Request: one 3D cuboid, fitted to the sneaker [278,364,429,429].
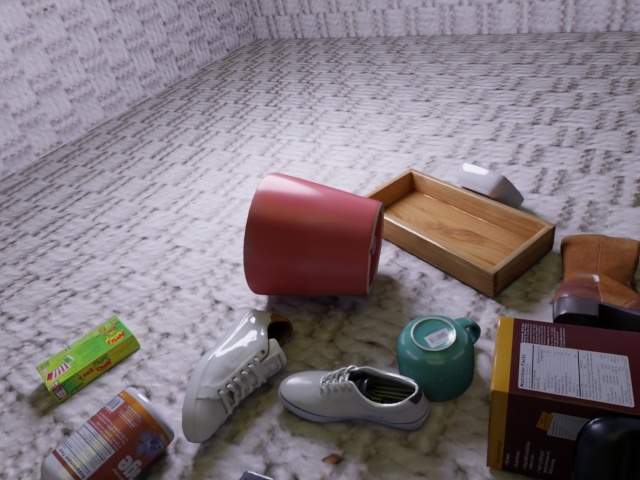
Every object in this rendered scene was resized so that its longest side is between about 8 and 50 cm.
[{"bbox_3d":[0.048,0.244,0.815,0.258,0.091,0.094,0,38,17],"label":"sneaker"}]

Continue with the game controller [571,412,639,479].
[{"bbox_3d":[0.436,0.278,0.511,0.319,0.167,0.067,3,-2,14],"label":"game controller"}]

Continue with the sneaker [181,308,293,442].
[{"bbox_3d":[-0.136,0.229,0.880,0.123,0.106,0.290,2,37,23],"label":"sneaker"}]

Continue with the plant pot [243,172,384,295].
[{"bbox_3d":[0.000,0.000,1.035,0.243,0.275,0.275,7,40,13],"label":"plant pot"}]

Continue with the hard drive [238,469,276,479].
[{"bbox_3d":[-0.037,0.424,0.634,0.254,0.054,0.172,11,43,29],"label":"hard drive"}]

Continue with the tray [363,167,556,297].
[{"bbox_3d":[0.289,-0.036,1.131,0.202,0.076,0.411,-31,41,-24],"label":"tray"}]

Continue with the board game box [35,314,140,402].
[{"bbox_3d":[-0.482,0.242,1.025,0.181,0.043,0.092,-36,42,-27],"label":"board game box"}]

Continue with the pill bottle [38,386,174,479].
[{"bbox_3d":[-0.351,0.350,0.776,0.121,0.121,0.216,19,48,36],"label":"pill bottle"}]

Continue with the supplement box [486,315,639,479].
[{"bbox_3d":[0.334,0.225,0.667,0.194,0.191,0.129,5,40,22],"label":"supplement box"}]

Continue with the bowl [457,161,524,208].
[{"bbox_3d":[0.398,-0.121,1.172,0.142,0.142,0.053,33,89,49],"label":"bowl"}]

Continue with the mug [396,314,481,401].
[{"bbox_3d":[0.200,0.182,0.845,0.129,0.097,0.158,6,40,24],"label":"mug"}]

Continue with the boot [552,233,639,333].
[{"bbox_3d":[0.570,0.091,0.891,0.264,0.096,0.280,1,31,31],"label":"boot"}]
